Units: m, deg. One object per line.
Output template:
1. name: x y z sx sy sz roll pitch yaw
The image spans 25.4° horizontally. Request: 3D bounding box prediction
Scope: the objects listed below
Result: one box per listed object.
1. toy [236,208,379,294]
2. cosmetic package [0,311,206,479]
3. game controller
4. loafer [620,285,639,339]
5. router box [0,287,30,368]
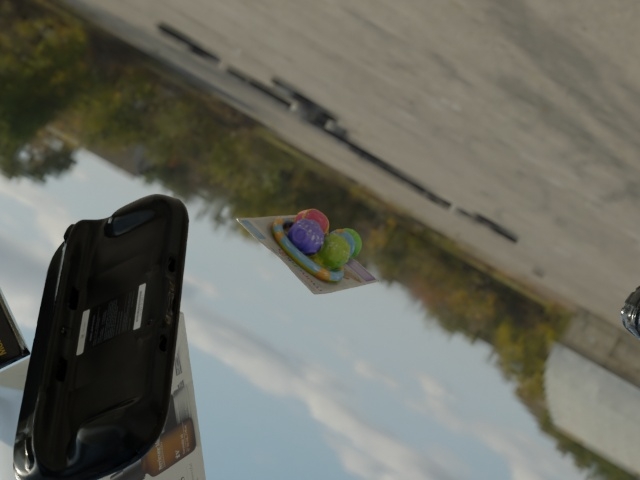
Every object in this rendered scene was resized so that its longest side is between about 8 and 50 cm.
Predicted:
1. toy: 0.000 0.000 1.810 0.137 0.056 0.237 43 -167 15
2. cosmetic package: -0.279 0.307 1.855 0.097 0.377 0.284 9 -156 37
3. game controller: -0.203 0.090 1.342 0.319 0.167 0.067 -89 -26 -42
4. loafer: 0.405 0.119 1.462 0.223 0.076 0.078 30 -176 -22
5. router box: -0.475 0.032 1.462 0.308 0.243 0.081 64 173 1
